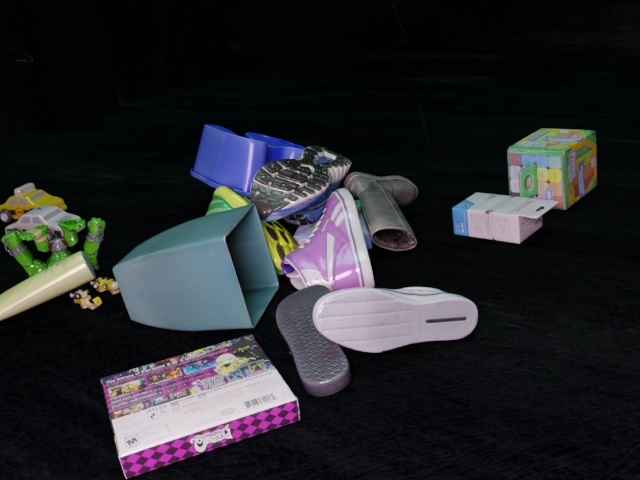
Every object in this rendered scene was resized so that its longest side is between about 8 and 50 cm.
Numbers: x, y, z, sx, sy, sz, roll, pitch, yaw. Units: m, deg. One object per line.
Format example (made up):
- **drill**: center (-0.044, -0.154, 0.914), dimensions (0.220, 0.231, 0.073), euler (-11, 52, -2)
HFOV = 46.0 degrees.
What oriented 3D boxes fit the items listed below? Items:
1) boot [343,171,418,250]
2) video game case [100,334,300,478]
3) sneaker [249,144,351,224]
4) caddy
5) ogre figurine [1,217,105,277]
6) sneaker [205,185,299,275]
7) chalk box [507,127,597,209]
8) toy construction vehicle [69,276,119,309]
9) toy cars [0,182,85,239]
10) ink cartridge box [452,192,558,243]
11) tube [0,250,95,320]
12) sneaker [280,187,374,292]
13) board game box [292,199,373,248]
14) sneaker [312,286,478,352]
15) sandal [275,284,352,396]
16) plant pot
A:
- **boot**: center (0.152, -0.059, 1.538), dimensions (0.190, 0.076, 0.208), euler (2, 29, -25)
- **video game case**: center (-0.170, 0.215, 1.029), dimensions (0.232, 0.042, 0.210), euler (-15, 22, -18)
- **sneaker**: center (-0.041, -0.084, 1.507), dimensions (0.130, 0.147, 0.330), euler (25, 25, 18)
- **caddy**: center (-0.173, -0.167, 1.838), dimensions (0.241, 0.179, 0.341), euler (8, 11, -31)
- **ogre figurine**: center (-0.537, 0.022, 1.553), dimensions (0.197, 0.118, 0.097), euler (-20, 28, -25)
- **sneaker**: center (-0.142, -0.001, 1.515), dimensions (0.109, 0.123, 0.295), euler (28, 9, -43)
- **chalk box**: center (0.486, -0.148, 1.605), dimensions (0.132, 0.132, 0.213), euler (10, 29, 39)
- **toy construction vehicle**: center (-0.422, 0.101, 1.433), dimensions (0.098, 0.035, 0.086), euler (0, 20, 41)
- **toy cars**: center (-0.727, -0.077, 1.917), dimensions (0.176, 0.087, 0.394), euler (-19, 24, -25)
- **ink cartridge box**: center (0.363, -0.044, 1.476), dimensions (0.180, 0.060, 0.104), euler (10, 27, 39)
- **tube**: center (-0.549, 0.099, 1.428), dimensions (0.240, 0.062, 0.070), euler (-27, -17, -8)
- **sneaker**: center (0.000, -0.001, 1.399), dimensions (0.161, 0.102, 0.282), euler (-12, 33, 2)
- **board game box**: center (0.042, -0.035, 1.599), dimensions (0.160, 0.039, 0.211), euler (-2, 23, 12)
- **sneaker**: center (0.102, 0.114, 1.113), dimensions (0.258, 0.094, 0.091), euler (5, 2, -22)
- **sandal**: center (-0.012, 0.153, 1.138), dimensions (0.097, 0.054, 0.254), euler (-15, 31, 1)
- **plant pot**: center (-0.221, 0.056, 1.301), dimensions (0.234, 0.165, 0.165), euler (-9, 20, 16)
